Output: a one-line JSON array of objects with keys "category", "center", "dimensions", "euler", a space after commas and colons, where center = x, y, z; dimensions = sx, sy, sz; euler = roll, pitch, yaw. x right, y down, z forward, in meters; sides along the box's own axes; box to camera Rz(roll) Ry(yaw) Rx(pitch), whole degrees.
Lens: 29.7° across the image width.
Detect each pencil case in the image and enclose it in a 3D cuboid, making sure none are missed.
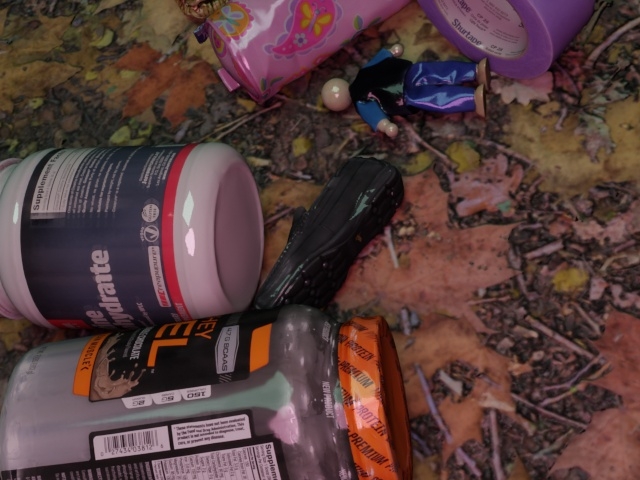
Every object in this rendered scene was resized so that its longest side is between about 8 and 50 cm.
[{"category": "pencil case", "center": [0.001, -0.275, 1.400], "dimensions": [0.284, 0.124, 0.124], "euler": [-36, 56, -7]}]

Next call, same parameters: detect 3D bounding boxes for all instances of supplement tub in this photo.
[{"category": "supplement tub", "center": [-0.210, -0.003, 1.242], "dimensions": [0.272, 0.191, 0.191], "euler": [-1, 58, 16]}, {"category": "supplement tub", "center": [-0.096, 0.172, 1.088], "dimensions": [0.338, 0.207, 0.207], "euler": [-9, 56, 10]}]

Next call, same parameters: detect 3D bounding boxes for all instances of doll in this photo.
[{"category": "doll", "center": [0.091, -0.165, 1.345], "dimensions": [0.189, 0.046, 0.129], "euler": [1, 58, 17]}]

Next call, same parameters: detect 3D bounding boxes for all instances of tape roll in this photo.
[{"category": "tape roll", "center": [0.192, -0.268, 1.292], "dimensions": [0.189, 0.189, 0.080], "euler": [31, 71, 30]}]

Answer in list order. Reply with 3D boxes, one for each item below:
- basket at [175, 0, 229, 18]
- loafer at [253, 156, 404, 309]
[{"category": "basket", "center": [-0.089, -0.447, 1.550], "dimensions": [0.299, 0.223, 0.213], "euler": [-26, 22, -1]}, {"category": "loafer", "center": [0.000, 0.000, 1.253], "dimensions": [0.078, 0.076, 0.223], "euler": [23, 63, 33]}]
